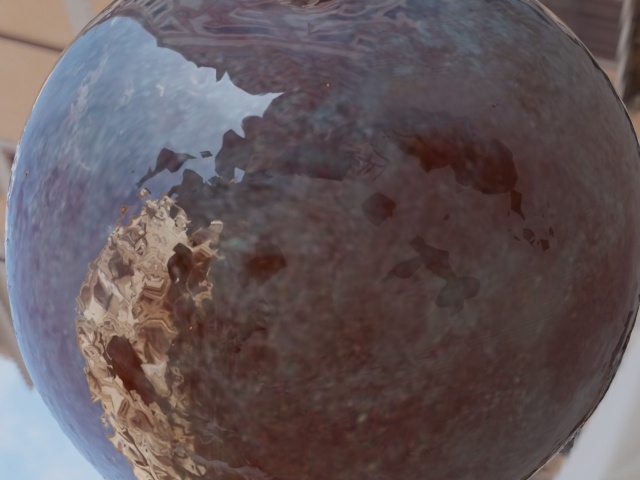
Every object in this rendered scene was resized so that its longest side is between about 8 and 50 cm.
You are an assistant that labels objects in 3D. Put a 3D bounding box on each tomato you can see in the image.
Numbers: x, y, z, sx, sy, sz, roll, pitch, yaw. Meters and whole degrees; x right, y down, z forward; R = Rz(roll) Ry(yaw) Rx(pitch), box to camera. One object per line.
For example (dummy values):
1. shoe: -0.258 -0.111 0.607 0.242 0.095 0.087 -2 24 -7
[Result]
1. tomato: 0.000 0.000 0.746 0.317 0.316 0.283 -56 -30 -47
